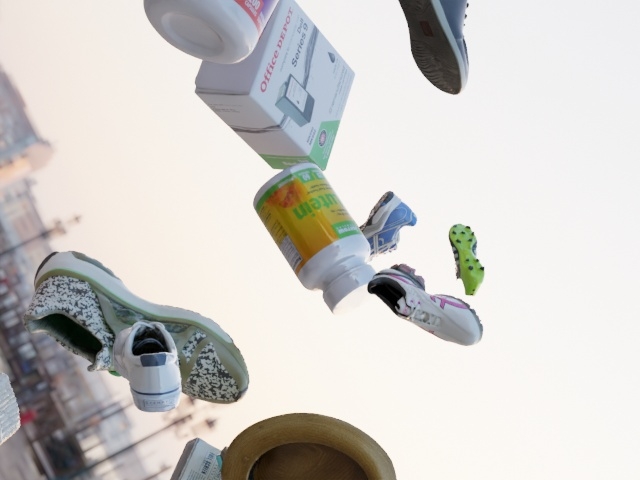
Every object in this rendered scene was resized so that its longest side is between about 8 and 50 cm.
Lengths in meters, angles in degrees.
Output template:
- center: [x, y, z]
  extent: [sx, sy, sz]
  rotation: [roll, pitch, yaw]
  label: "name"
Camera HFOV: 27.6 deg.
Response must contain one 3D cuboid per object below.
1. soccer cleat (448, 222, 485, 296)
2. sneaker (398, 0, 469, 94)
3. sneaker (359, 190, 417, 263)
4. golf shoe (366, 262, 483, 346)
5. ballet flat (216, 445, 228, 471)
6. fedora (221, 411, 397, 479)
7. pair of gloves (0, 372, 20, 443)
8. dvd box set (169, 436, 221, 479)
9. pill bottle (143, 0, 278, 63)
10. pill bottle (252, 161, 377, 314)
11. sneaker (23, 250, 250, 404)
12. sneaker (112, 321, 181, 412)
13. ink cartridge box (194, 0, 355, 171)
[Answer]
- center: [0.279, 0.035, 2.546]
  extent: [0.179, 0.060, 0.072]
  rotation: [-99, -161, -51]
  label: "soccer cleat"
- center: [0.176, -0.308, 1.746]
  extent: [0.083, 0.118, 0.222]
  rotation: [19, -36, 39]
  label: "sneaker"
- center: [0.102, 0.006, 2.474]
  extent: [0.081, 0.211, 0.080]
  rotation: [33, 32, -6]
  label: "sneaker"
- center: [0.149, 0.104, 1.895]
  extent: [0.186, 0.086, 0.067]
  rotation: [32, -57, 28]
  label: "golf shoe"
- center: [-0.042, 0.439, 1.862]
  extent: [0.116, 0.124, 0.342]
  rotation: [67, 2, -65]
  label: "ballet flat"
- center: [-0.008, 0.252, 1.424]
  extent: [0.079, 0.194, 0.194]
  rotation: [-66, 136, -65]
  label: "fedora"
- center: [-0.366, 0.277, 1.459]
  extent: [0.204, 0.042, 0.240]
  rotation: [-15, 93, -76]
  label: "pair of gloves"
- center: [-0.077, 0.530, 1.990]
  extent: [0.420, 0.307, 0.062]
  rotation: [29, -23, -14]
  label: "dvd box set"
- center: [-0.125, -0.438, 1.965]
  extent: [0.181, 0.323, 0.181]
  rotation: [21, -21, 8]
  label: "pill bottle"
- center: [0.000, 0.000, 2.224]
  extent: [0.245, 0.136, 0.136]
  rotation: [57, -14, 20]
  label: "pill bottle"
- center: [-0.317, 0.185, 2.154]
  extent: [0.410, 0.182, 0.158]
  rotation: [27, -56, 0]
  label: "sneaker"
- center: [-0.240, 0.156, 1.843]
  extent: [0.258, 0.094, 0.091]
  rotation: [-142, -128, -67]
  label: "sneaker"
- center: [-0.074, -0.275, 2.272]
  extent: [0.121, 0.211, 0.289]
  rotation: [7, -19, 30]
  label: "ink cartridge box"
